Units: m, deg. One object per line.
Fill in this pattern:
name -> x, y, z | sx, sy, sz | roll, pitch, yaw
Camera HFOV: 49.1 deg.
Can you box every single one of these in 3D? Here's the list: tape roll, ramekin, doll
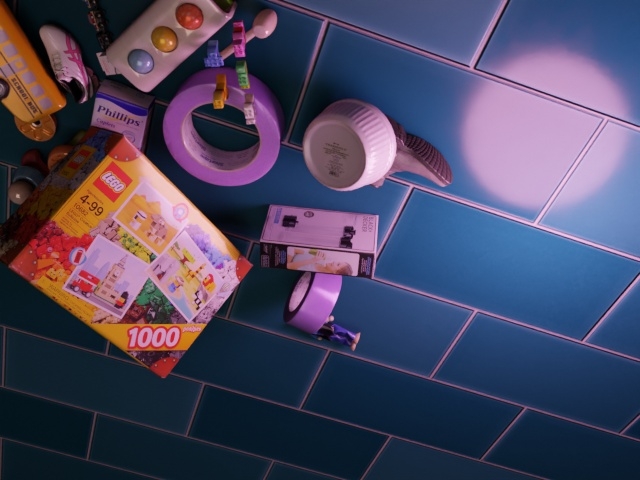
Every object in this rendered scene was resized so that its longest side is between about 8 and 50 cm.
tape roll -> -0.226, -0.265, 1.654 | 0.275, 0.090, 0.274 | 4, 129, 5
ramekin -> 0.057, -0.211, 1.595 | 0.207, 0.109, 0.207 | 14, 120, 26
doll -> 0.021, 0.267, 2.086 | 0.189, 0.046, 0.129 | 19, 139, 0
tape roll -> -0.023, 0.153, 1.905 | 0.080, 0.189, 0.189 | 27, 128, -13

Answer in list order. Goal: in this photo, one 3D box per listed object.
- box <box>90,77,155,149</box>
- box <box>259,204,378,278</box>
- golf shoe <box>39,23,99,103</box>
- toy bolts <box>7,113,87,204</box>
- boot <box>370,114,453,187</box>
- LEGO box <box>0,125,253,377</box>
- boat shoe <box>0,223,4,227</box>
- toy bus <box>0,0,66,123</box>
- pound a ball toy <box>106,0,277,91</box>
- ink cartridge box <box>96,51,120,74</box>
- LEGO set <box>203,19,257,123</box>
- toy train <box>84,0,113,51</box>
box -> -0.474, -0.296, 1.672 | 0.126, 0.072, 0.137 | 19, 129, -8
box -> 0.000, 0.000, 1.793 | 0.290, 0.169, 0.087 | 7, 127, 4
golf shoe -> -0.575, -0.401, 1.591 | 0.068, 0.086, 0.186 | -16, 124, 21
toy bolts -> -0.701, -0.196, 1.728 | 0.229, 0.158, 0.218 | -34, 118, 30
boot -> 0.182, -0.181, 1.685 | 0.247, 0.083, 0.161 | 35, 130, -11
LEGO box -> -0.462, 0.036, 1.685 | 0.193, 0.372, 0.500 | 21, 158, 47
boat shoe -> -0.854, -0.002, 1.979 | 0.153, 0.048, 0.056 | 18, 129, -7
toy bus -> -0.714, -0.424, 1.554 | 0.130, 0.108, 0.332 | -28, 123, -2
pound a ball toy -> -0.276, -0.432, 1.493 | 0.319, 0.135, 0.208 | -31, 119, 29
ink cartridge box -> -0.473, -0.408, 1.607 | 0.083, 0.028, 0.048 | -4, 128, 12
LEGO set -> -0.191, -0.329, 1.461 | 0.087, 0.093, 0.227 | -3, 134, 3
toy train -> -0.493, -0.491, 1.545 | 0.036, 0.027, 0.158 | 5, 131, 18
